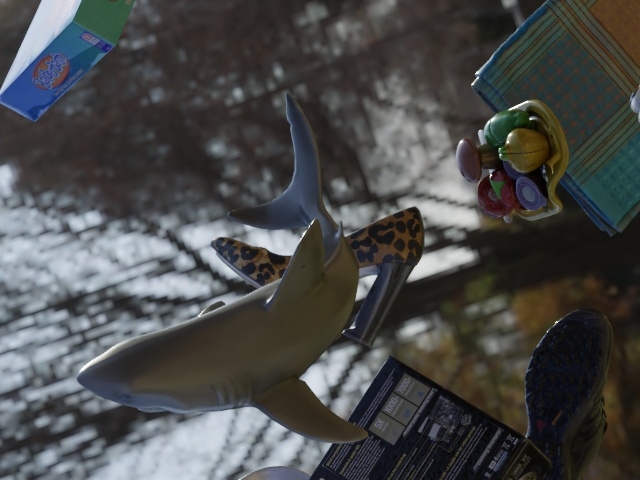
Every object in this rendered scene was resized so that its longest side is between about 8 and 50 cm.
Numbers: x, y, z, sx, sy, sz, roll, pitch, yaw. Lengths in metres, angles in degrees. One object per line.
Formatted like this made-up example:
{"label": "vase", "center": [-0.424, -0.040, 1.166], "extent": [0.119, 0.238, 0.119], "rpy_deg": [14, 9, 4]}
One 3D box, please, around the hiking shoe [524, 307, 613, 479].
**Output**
{"label": "hiking shoe", "center": [0.273, 0.182, 2.020], "extent": [0.114, 0.086, 0.227], "rpy_deg": [4, -77, -65]}

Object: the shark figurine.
{"label": "shark figurine", "center": [-0.016, 0.017, 1.151], "extent": [0.278, 0.166, 0.116], "rpy_deg": [-55, -19, -51]}

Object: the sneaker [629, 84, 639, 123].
{"label": "sneaker", "center": [0.363, -0.103, 1.421], "extent": [0.118, 0.279, 0.107], "rpy_deg": [60, 147, 21]}

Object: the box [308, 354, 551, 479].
{"label": "box", "center": [0.076, 0.212, 1.503], "extent": [0.147, 0.180, 0.077], "rpy_deg": [29, 172, 30]}

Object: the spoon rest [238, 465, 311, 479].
{"label": "spoon rest", "center": [-0.009, 0.360, 2.154], "extent": [0.276, 0.137, 0.084], "rpy_deg": [32, 155, 31]}

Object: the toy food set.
{"label": "toy food set", "center": [0.200, -0.079, 2.021], "extent": [0.218, 0.071, 0.128], "rpy_deg": [154, 103, -72]}

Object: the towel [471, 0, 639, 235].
{"label": "towel", "center": [0.399, -0.226, 2.246], "extent": [0.271, 0.370, 0.040], "rpy_deg": [45, 180, -10]}

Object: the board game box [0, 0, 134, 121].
{"label": "board game box", "center": [-0.218, -0.216, 1.687], "extent": [0.210, 0.047, 0.160], "rpy_deg": [-29, 36, 57]}

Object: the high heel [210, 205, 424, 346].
{"label": "high heel", "center": [0.000, 0.000, 2.358], "extent": [0.261, 0.186, 0.093], "rpy_deg": [27, 180, 17]}
